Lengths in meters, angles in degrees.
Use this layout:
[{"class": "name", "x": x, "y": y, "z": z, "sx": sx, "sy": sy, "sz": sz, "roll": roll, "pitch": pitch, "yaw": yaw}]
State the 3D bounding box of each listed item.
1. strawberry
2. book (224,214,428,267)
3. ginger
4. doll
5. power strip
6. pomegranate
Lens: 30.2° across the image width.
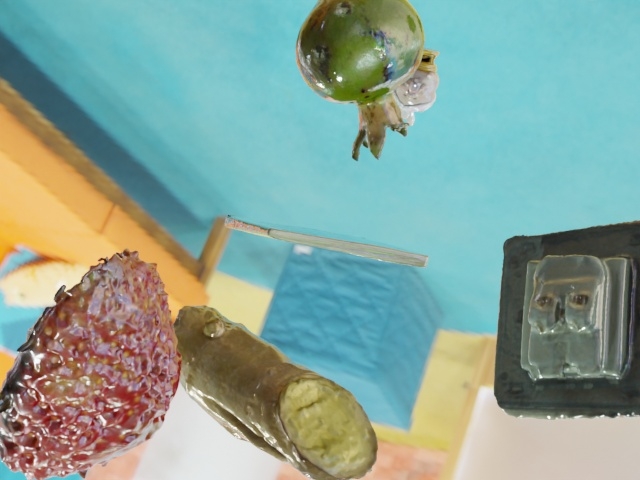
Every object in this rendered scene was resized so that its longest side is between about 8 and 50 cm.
[{"class": "strawberry", "x": -0.226, "y": 0.146, "z": 1.212, "sx": 0.137, "sy": 0.233, "sz": 0.306, "roll": 44, "pitch": 156, "yaw": 10}, {"class": "book", "x": 0.000, "y": 0.000, "z": 1.546, "sx": 0.214, "sy": 0.025, "sz": 0.282, "roll": 10, "pitch": -179, "yaw": -17}, {"class": "ginger", "x": -0.069, "y": 0.201, "z": 1.511, "sx": 0.354, "sy": 0.126, "sz": 0.190, "roll": 29, "pitch": 140, "yaw": 38}, {"class": "doll", "x": 0.153, "y": -0.246, "z": 1.905, "sx": 0.073, "sy": 0.127, "sz": 0.084, "roll": 15, "pitch": -165, "yaw": 2}, {"class": "power strip", "x": 0.264, "y": 0.080, "z": 1.249, "sx": 0.198, "sy": 0.213, "sz": 0.064, "roll": -9, "pitch": 157, "yaw": 36}, {"class": "pomegranate", "x": 0.049, "y": -0.209, "z": 1.442, "sx": 0.156, "sy": 0.156, "sz": 0.220, "roll": 12, "pitch": 128, "yaw": 22}]
